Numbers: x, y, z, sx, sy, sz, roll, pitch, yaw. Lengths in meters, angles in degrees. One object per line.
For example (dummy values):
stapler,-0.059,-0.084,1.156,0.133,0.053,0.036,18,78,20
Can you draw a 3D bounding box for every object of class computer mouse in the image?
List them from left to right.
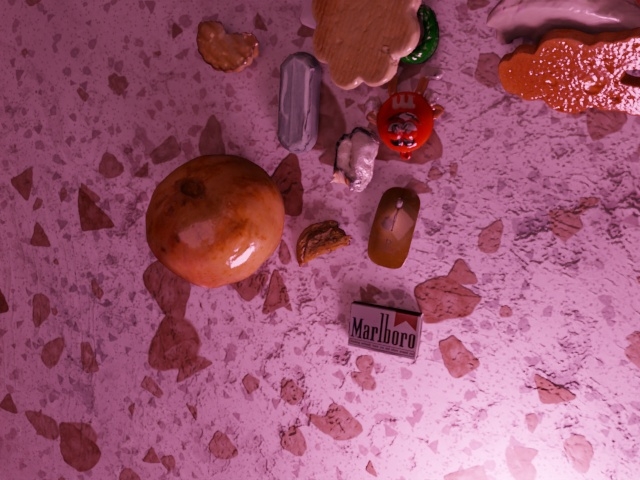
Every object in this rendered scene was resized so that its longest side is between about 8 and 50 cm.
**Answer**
computer mouse,0.176,-0.028,1.561,0.102,0.045,0.198,18,103,15

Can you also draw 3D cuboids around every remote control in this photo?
remote control,-0.055,-0.338,1.604,0.104,0.052,0.247,7,102,21

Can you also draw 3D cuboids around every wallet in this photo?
wallet,0.016,-0.598,1.553,0.095,0.033,0.189,21,104,15

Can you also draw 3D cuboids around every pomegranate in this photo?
pomegranate,-0.250,-0.039,1.590,0.339,0.338,0.337,3,98,20

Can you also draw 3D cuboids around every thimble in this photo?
thimble,0.209,-0.467,1.467,0.118,0.090,0.130,32,107,16

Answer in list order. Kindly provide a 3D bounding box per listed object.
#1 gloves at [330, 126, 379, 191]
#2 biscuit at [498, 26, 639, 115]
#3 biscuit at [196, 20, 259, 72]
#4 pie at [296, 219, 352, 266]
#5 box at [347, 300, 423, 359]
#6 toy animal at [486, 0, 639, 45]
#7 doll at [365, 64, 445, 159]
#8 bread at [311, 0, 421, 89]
gloves,0.084,-0.198,1.555,0.114,0.070,0.153,31,116,42
biscuit,0.526,-0.342,1.321,0.334,0.202,0.047,10,56,37
biscuit,-0.237,-0.484,1.647,0.183,0.061,0.118,26,107,18
pie,0.000,0.000,1.636,0.170,0.034,0.091,-21,91,27
box,0.158,0.219,1.603,0.178,0.036,0.115,9,100,19
toy animal,0.519,-0.485,1.326,0.308,0.266,0.188,15,88,61
doll,0.190,-0.298,1.502,0.183,0.085,0.217,10,92,19
bread,0.101,-0.490,1.450,0.316,0.054,0.315,5,97,40
